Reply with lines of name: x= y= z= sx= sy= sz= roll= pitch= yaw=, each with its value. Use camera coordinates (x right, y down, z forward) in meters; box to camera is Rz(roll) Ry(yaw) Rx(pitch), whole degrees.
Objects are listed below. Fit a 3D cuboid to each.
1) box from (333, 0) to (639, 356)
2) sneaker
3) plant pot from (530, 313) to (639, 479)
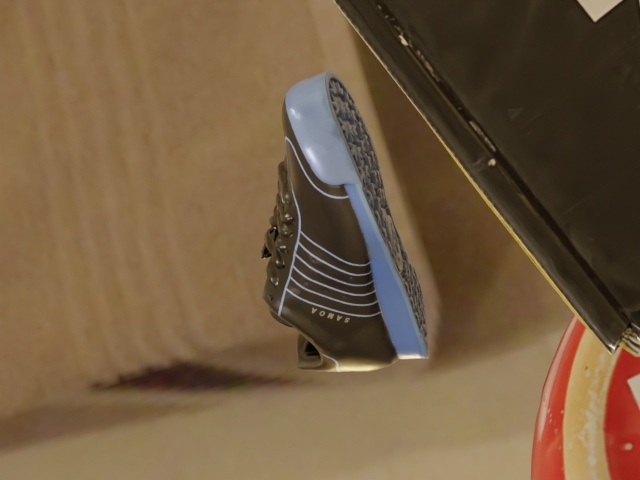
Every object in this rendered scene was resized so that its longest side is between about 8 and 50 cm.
box: x=0.111 y=-0.171 z=0.401 sx=0.257 sy=0.322 sz=0.079 roll=53 pitch=-172 yaw=4
sneaker: x=0.000 y=0.000 z=1.176 sx=0.081 sy=0.090 sz=0.232 roll=-92 pitch=-13 yaw=-47
plant pot: x=0.162 y=0.075 z=0.507 sx=0.174 sy=0.191 sz=0.191 roll=37 pitch=-154 yaw=-43
